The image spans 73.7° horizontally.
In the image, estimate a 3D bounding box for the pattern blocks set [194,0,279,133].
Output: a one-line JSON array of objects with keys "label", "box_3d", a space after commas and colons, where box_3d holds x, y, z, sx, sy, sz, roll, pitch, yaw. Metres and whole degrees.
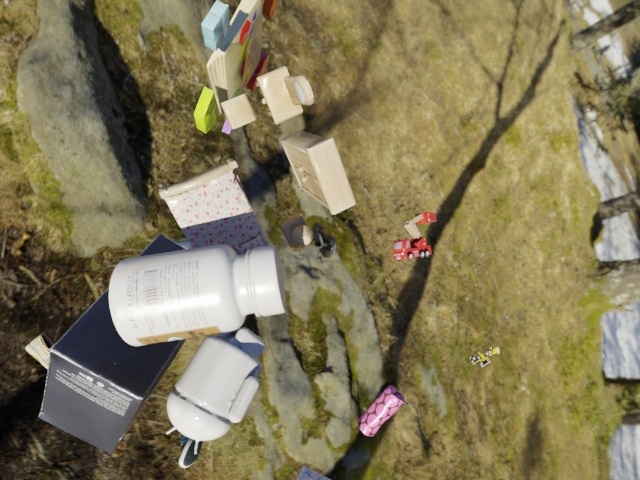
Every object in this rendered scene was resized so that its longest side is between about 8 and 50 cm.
[{"label": "pattern blocks set", "box_3d": [-0.141, -0.310, 0.728, 0.026, 0.325, 0.285, 25, 65, -3]}]

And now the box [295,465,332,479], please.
[{"label": "box", "box_3d": [0.004, 0.842, 1.370, 0.203, 0.114, 0.103, 21, 15, 13]}]

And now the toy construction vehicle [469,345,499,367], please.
[{"label": "toy construction vehicle", "box_3d": [0.528, 0.369, 1.375, 0.086, 0.098, 0.035, 48, 10, -46]}]

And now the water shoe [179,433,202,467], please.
[{"label": "water shoe", "box_3d": [-0.478, 0.734, 1.568, 0.203, 0.080, 0.073, -72, 144, -54]}]

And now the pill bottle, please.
[{"label": "pill bottle", "box_3d": [-0.172, 0.074, 0.634, 0.229, 0.131, 0.131, -9, 73, -1]}]

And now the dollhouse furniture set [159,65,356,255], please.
[{"label": "dollhouse furniture set", "box_3d": [-0.148, -0.069, 0.697, 0.356, 0.174, 0.303, -27, 115, -10]}]

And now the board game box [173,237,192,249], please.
[{"label": "board game box", "box_3d": [-0.495, 0.095, 1.912, 0.064, 0.317, 0.242, -53, 134, -64]}]

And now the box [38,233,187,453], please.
[{"label": "box", "box_3d": [-0.401, 0.219, 0.932, 0.179, 0.312, 0.343, 33, 40, -7]}]

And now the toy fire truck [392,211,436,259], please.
[{"label": "toy fire truck", "box_3d": [0.281, -0.014, 1.272, 0.192, 0.047, 0.135, -6, 87, -44]}]

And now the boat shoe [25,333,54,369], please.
[{"label": "boat shoe", "box_3d": [-0.695, 0.302, 1.121, 0.170, 0.063, 0.059, 29, 71, 14]}]

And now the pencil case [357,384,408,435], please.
[{"label": "pencil case", "box_3d": [0.245, 0.681, 1.700, 0.098, 0.209, 0.095, 32, 13, -48]}]

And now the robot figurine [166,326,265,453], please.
[{"label": "robot figurine", "box_3d": [-0.305, 0.420, 1.247, 0.200, 0.300, 0.353, 49, 61, -38]}]

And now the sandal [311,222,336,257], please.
[{"label": "sandal", "box_3d": [0.000, 0.001, 1.841, 0.055, 0.254, 0.097, 9, 109, -25]}]
